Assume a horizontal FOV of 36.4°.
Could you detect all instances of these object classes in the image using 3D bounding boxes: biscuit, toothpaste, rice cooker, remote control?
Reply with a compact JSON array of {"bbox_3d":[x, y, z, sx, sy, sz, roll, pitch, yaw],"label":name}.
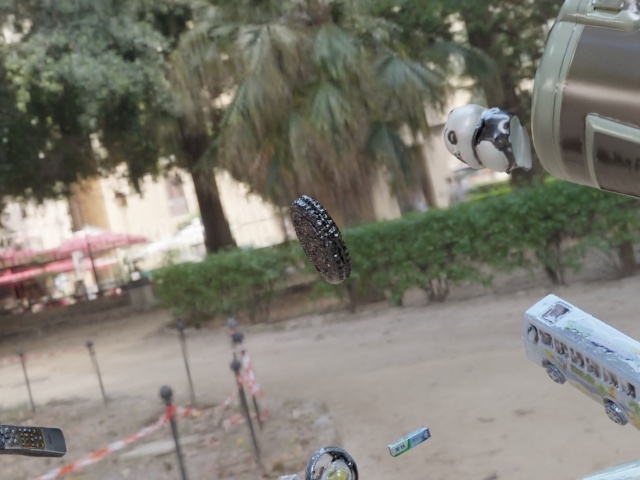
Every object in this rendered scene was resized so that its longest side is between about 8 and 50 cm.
[{"bbox_3d":[0.000,0.000,1.915,0.053,0.194,0.194,-29,3,-15],"label":"biscuit"},{"bbox_3d":[0.159,0.358,1.734,0.083,0.020,0.017,-23,12,-27],"label":"toothpaste"},{"bbox_3d":[0.472,-0.213,1.387,0.325,0.335,0.335,20,20,34],"label":"rice cooker"},{"bbox_3d":[-0.516,0.330,1.604,0.212,0.059,0.028,15,-49,-43],"label":"remote control"}]

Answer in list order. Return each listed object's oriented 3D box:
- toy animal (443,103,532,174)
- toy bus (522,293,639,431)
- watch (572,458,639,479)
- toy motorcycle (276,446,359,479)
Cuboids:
[{"bbox_3d":[0.352,-0.213,2.092,0.179,0.166,0.138,12,53,32],"label":"toy animal"},{"bbox_3d":[0.477,0.206,1.674,0.109,0.136,0.330,-36,32,-13],"label":"toy bus"},{"bbox_3d":[0.188,0.228,0.637,0.253,0.161,0.241,10,-39,-33],"label":"watch"},{"bbox_3d":[-0.031,0.481,1.494,0.341,0.223,0.108,-38,4,-33],"label":"toy motorcycle"}]
